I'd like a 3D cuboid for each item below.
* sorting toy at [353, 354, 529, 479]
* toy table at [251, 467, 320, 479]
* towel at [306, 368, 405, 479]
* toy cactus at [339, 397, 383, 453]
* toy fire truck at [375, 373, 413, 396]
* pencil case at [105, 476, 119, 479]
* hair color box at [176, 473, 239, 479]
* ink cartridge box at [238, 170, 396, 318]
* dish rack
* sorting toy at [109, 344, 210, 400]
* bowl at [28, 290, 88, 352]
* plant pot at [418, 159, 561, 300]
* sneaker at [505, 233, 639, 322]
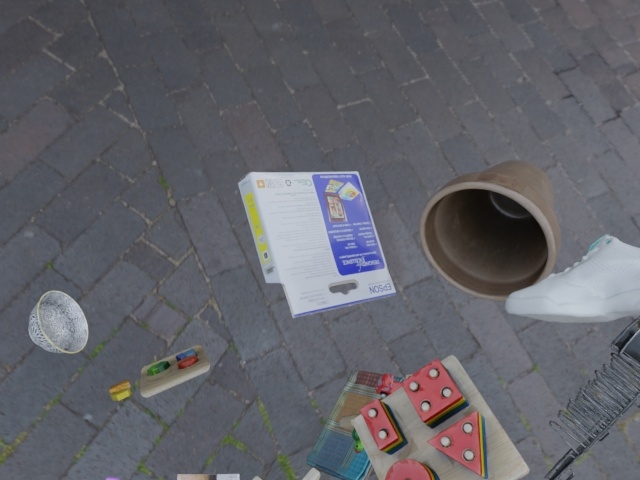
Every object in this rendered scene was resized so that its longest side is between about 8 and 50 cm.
[{"bbox_3d":[0.206,0.380,1.046,0.257,0.089,0.255,-36,49,8],"label":"sorting toy"},{"bbox_3d":[-0.086,0.769,1.520,0.252,0.161,0.274,16,49,25],"label":"toy table"},{"bbox_3d":[0.117,0.605,1.829,0.040,0.271,0.370,45,60,-29],"label":"towel"},{"bbox_3d":[0.141,0.544,1.624,0.219,0.180,0.112,-50,118,-44],"label":"toy cactus"},{"bbox_3d":[0.265,0.418,1.576,0.192,0.135,0.047,17,47,0],"label":"toy fire truck"},{"bbox_3d":[-0.343,0.461,0.814,0.086,0.088,0.206,30,73,-31],"label":"pencil case"},{"bbox_3d":[-0.326,0.840,1.539,0.185,0.110,0.339,4,49,-11],"label":"hair color box"},{"bbox_3d":[0.000,0.000,1.186,0.304,0.072,0.307,-6,76,-41],"label":"ink cartridge box"},{"bbox_3d":[0.400,0.217,0.764,0.208,0.271,0.074,-3,39,-48],"label":"dish rack"},{"bbox_3d":[-0.497,0.407,1.685,0.307,0.229,0.041,-21,101,-16],"label":"sorting toy"},{"bbox_3d":[-0.681,0.220,1.397,0.080,0.170,0.170,-24,68,10],"label":"bowl"},{"bbox_3d":[0.360,-0.050,1.099,0.263,0.263,0.229,38,49,8],"label":"plant pot"},{"bbox_3d":[0.308,0.041,0.616,0.080,0.212,0.094,15,69,-41],"label":"sneaker"}]
